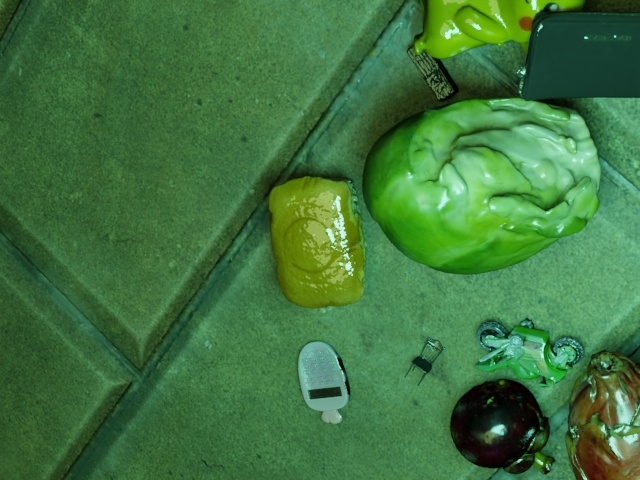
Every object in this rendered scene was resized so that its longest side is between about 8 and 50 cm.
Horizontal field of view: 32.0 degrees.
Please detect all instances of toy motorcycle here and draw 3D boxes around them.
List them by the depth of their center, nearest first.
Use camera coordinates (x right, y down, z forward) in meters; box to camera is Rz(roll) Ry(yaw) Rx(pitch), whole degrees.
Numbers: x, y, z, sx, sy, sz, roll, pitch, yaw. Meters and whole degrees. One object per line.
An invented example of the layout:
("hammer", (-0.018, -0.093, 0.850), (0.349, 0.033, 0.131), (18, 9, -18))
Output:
("toy motorcycle", (0.362, 0.200, 1.941), (0.190, 0.074, 0.106), (10, 116, 24))

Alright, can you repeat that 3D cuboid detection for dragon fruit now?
("dragon fruit", (0.507, 0.319, 1.804), (0.250, 0.250, 0.315), (-11, 96, 28))

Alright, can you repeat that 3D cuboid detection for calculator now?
("calculator", (0.008, 0.275, 2.158), (0.103, 0.024, 0.166), (-10, 96, 28))

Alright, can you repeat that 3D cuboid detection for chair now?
("chair", (0.190, 0.223, 2.042), (0.037, 0.042, 0.086), (33, 116, 11))

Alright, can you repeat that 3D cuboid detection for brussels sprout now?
("brussels sprout", (0.252, -0.094, 1.793), (0.371, 0.315, 0.276), (-8, 71, -6))

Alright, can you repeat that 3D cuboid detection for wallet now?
("wallet", (0.426, -0.282, 1.708), (0.250, 0.044, 0.149), (0, 126, -8))

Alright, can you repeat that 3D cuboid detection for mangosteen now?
("mangosteen", (0.312, 0.333, 1.948), (0.172, 0.172, 0.184), (2, 125, 26))

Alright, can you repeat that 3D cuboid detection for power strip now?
("power strip", (0.193, -0.291, 1.914), (0.038, 0.029, 0.111), (-35, 86, 29))

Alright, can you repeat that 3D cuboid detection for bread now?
("bread", (0.000, 0.000, 2.036), (0.174, 0.121, 0.245), (0, 101, 28))

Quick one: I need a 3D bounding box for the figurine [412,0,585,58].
("figurine", (0.299, -0.370, 1.760), (0.326, 0.169, 0.218), (-4, 96, 25))
